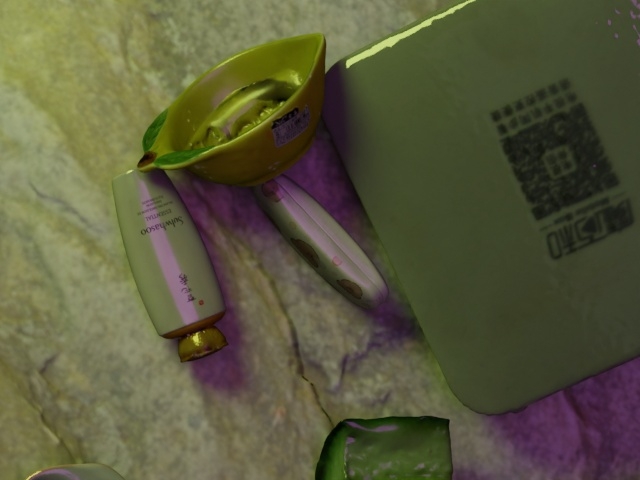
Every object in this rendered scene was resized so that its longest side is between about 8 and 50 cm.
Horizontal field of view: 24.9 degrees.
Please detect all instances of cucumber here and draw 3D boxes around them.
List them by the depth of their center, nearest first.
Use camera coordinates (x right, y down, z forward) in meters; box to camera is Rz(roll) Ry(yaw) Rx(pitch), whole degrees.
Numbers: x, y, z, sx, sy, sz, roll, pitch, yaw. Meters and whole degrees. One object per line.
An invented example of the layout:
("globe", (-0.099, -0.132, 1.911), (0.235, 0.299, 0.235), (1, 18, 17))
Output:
("cucumber", (0.074, 0.260, 1.277), (0.130, 0.191, 0.191), (-6, 85, -14))

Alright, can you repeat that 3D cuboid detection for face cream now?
("face cream", (-0.136, 0.020, 1.315), (0.072, 0.051, 0.182), (-20, 89, -19))

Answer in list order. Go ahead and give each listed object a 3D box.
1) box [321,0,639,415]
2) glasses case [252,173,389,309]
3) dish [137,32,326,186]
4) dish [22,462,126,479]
("box", (0.226, -0.063, 1.333), (0.367, 0.090, 0.373), (-25, 91, 13))
("glasses case", (0.000, 0.000, 1.345), (0.164, 0.063, 0.041), (46, 73, -5))
("dish", (-0.064, -0.101, 1.315), (0.208, 0.149, 0.080), (-36, 123, -6))
("dish", (-0.246, 0.296, 1.245), (0.234, 0.064, 0.154), (-45, 101, -13))
